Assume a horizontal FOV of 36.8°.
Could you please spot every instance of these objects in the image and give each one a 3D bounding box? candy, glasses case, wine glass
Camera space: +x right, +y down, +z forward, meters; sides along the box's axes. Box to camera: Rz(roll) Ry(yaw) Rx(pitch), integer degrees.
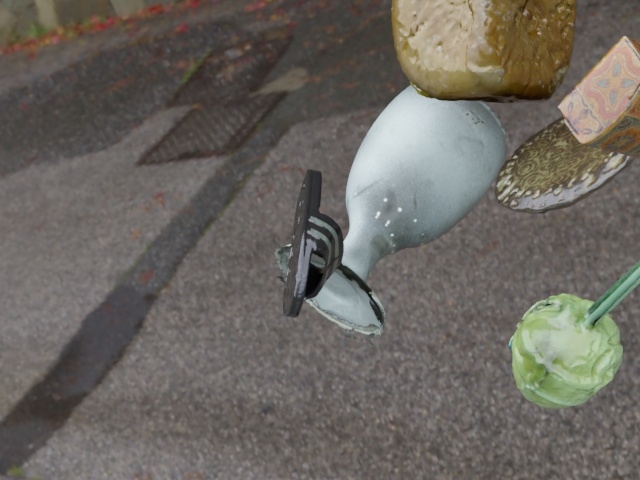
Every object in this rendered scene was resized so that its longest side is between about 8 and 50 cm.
[{"bbox_3d":[0.241,0.021,0.713,0.093,0.335,0.092,-2,54,-25],"label":"candy"},{"bbox_3d":[0.289,-0.096,0.760,0.075,0.218,0.049,-49,49,36],"label":"glasses case"},{"bbox_3d":[0.104,-0.051,1.299,0.190,0.190,0.357,11,55,43],"label":"wine glass"}]

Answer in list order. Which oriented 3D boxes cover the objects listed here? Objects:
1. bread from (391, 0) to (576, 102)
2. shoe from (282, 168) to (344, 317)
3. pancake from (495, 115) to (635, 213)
[{"bbox_3d":[0.184,-0.280,1.102,0.195,0.246,0.176,-1,7,-42],"label":"bread"},{"bbox_3d":[0.000,0.000,0.919,0.049,0.071,0.179,13,41,-6],"label":"shoe"},{"bbox_3d":[0.288,-0.099,1.103,0.199,0.021,0.199,-32,24,16],"label":"pancake"}]
